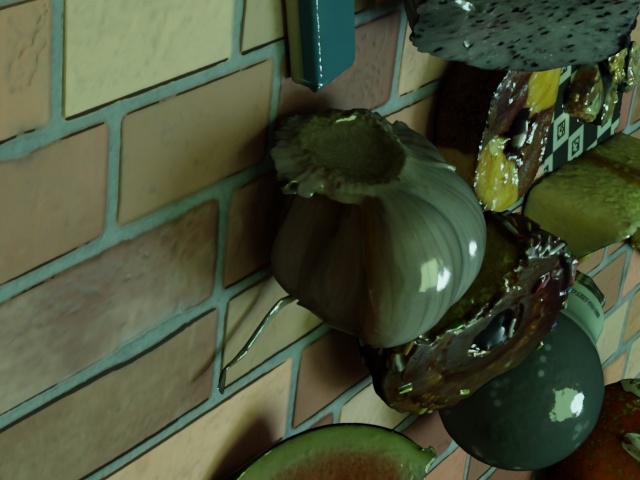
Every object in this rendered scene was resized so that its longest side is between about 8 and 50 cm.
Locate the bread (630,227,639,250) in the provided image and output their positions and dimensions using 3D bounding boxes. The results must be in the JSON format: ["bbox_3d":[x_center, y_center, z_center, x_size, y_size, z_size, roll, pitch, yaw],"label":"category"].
[{"bbox_3d":[0.504,-0.026,2.048,0.172,0.103,0.132,27,82,-59],"label":"bread"}]

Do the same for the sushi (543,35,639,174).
[{"bbox_3d":[0.326,-0.180,1.683,0.210,0.040,0.192,-30,130,-49],"label":"sushi"}]

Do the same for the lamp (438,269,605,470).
[{"bbox_3d":[0.229,0.111,1.619,0.313,0.182,0.181,-66,158,-46],"label":"lamp"}]

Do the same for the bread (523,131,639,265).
[{"bbox_3d":[0.338,-0.041,1.755,0.266,0.178,0.141,-32,104,-52],"label":"bread"}]

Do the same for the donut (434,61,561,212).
[{"bbox_3d":[0.169,-0.117,1.429,0.166,0.073,0.184,-45,145,-38],"label":"donut"}]

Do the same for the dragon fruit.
[{"bbox_3d":[0.166,-0.283,1.187,0.283,0.204,0.221,107,-18,-71],"label":"dragon fruit"}]

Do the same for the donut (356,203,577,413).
[{"bbox_3d":[0.136,0.064,1.408,0.230,0.096,0.216,-43,151,6],"label":"donut"}]

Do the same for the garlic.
[{"bbox_3d":[0.000,0.000,1.176,0.257,0.207,0.207,-27,144,-2],"label":"garlic"}]

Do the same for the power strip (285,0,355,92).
[{"bbox_3d":[0.000,-0.177,1.132,0.056,0.032,0.123,-43,143,-38],"label":"power strip"}]

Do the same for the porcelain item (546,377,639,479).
[{"bbox_3d":[0.448,0.322,2.061,0.253,0.253,0.252,-40,141,-42],"label":"porcelain item"}]

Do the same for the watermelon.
[{"bbox_3d":[-0.036,0.291,1.308,0.303,0.159,0.128,-64,-179,-13],"label":"watermelon"}]
